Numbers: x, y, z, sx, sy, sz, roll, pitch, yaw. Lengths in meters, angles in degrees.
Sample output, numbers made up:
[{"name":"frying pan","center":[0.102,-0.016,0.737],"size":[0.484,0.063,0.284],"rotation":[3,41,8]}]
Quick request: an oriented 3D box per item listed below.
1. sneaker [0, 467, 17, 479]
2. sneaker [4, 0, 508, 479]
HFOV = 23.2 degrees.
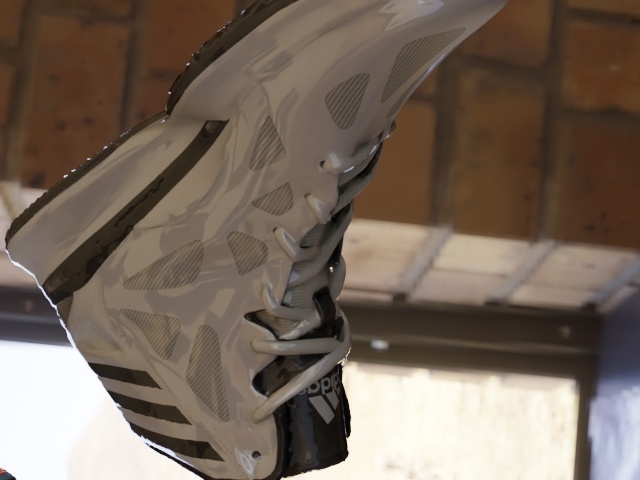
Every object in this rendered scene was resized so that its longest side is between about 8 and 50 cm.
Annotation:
[{"name":"sneaker","center":[-0.342,0.187,1.284],"size":[0.125,0.104,0.262],"rotation":[54,-174,14]},{"name":"sneaker","center":[0.000,0.000,0.999],"size":[0.447,0.257,0.169],"rotation":[-36,-7,39]}]
